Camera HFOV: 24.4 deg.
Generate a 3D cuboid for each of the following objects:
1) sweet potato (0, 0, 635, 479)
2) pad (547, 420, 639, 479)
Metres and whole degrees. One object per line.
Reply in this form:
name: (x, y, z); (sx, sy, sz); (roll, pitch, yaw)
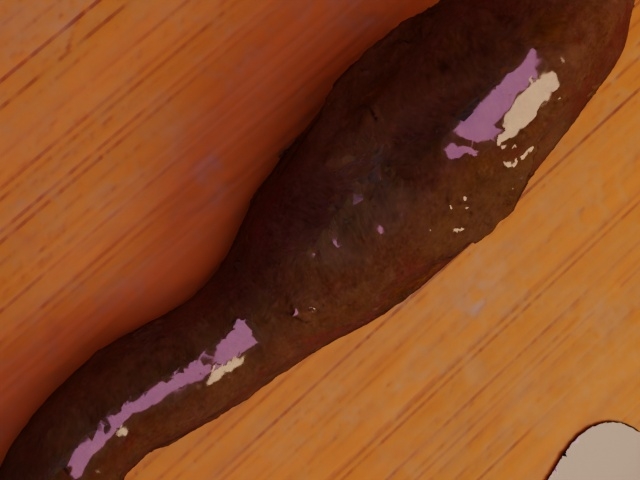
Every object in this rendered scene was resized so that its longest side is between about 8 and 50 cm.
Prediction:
sweet potato: (0.000, 0.000, 0.710); (0.385, 0.109, 0.109); (-43, 107, 2)
pad: (0.149, 0.248, 0.831); (0.181, 0.004, 0.267); (35, 83, -18)
